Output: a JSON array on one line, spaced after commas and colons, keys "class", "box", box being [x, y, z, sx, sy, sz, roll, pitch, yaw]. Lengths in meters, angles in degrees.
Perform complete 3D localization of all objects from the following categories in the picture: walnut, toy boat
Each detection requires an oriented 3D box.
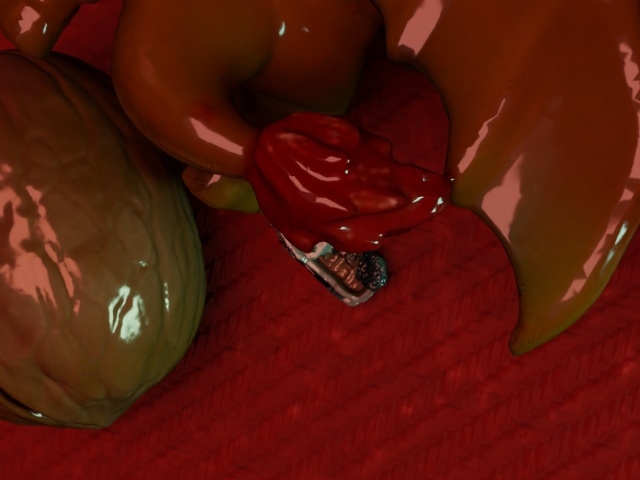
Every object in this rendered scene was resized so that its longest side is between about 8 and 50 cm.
[{"class": "walnut", "box": [-0.148, 0.000, 0.940, 0.167, 0.167, 0.207, -23, 82, 16]}, {"class": "toy boat", "box": [0.000, 0.000, 0.956, 0.083, 0.038, 0.038, 43, 102, 12]}]

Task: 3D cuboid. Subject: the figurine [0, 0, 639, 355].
[{"class": "figurine", "box": [0.041, -0.182, 0.824, 0.401, 0.268, 0.387, 42, 100, 5]}]
